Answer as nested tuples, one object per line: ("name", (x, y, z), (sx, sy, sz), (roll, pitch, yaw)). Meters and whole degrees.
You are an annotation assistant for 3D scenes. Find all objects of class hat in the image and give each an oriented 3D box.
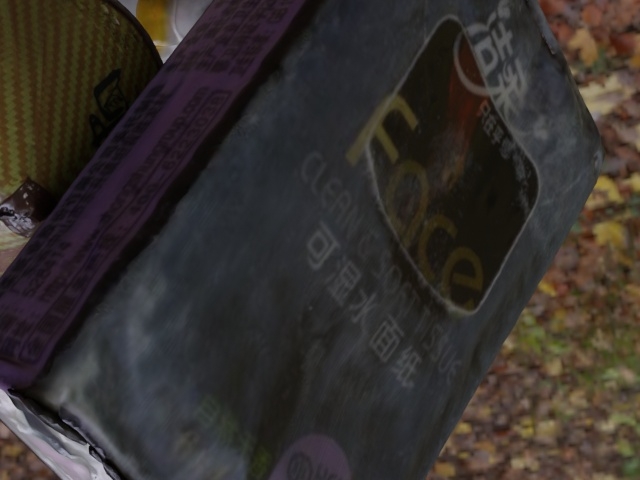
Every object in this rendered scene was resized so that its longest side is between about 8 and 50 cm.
("hat", (-0.149, -0.031, 0.628), (0.193, 0.082, 0.193), (-15, 125, -22))

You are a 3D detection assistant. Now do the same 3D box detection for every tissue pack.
("tissue pack", (0.000, 0.000, 0.677), (0.122, 0.361, 0.259), (13, 148, 40))

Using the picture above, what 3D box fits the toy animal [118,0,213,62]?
("toy animal", (-0.060, -0.171, 1.055), (0.325, 0.208, 0.154), (6, -170, 42))
